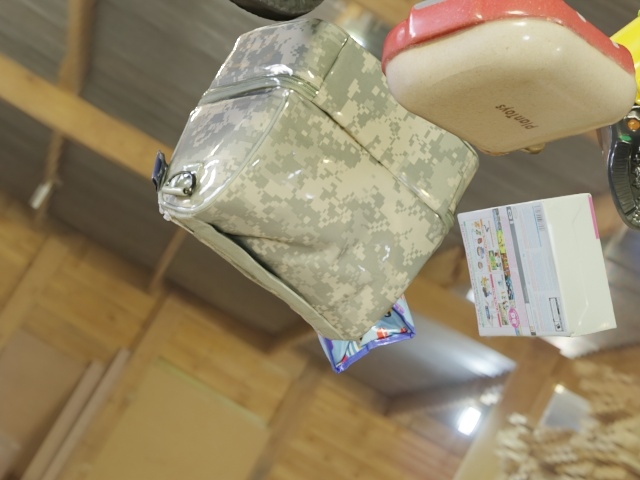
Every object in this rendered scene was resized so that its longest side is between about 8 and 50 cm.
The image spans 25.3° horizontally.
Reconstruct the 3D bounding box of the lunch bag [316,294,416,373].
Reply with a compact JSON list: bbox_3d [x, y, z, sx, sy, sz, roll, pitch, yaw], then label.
[{"bbox_3d":[0.000,0.000,2.020,0.293,0.138,0.221,59,7,-32],"label":"lunch bag"}]

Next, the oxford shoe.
[{"bbox_3d":[0.397,-0.113,1.820,0.083,0.227,0.096,-3,-20,1],"label":"oxford shoe"}]

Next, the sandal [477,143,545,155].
[{"bbox_3d":[0.264,-0.168,2.250,0.219,0.060,0.090,24,26,39],"label":"sandal"}]

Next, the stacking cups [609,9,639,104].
[{"bbox_3d":[0.474,-0.282,1.647,0.096,0.316,0.096,55,3,-4],"label":"stacking cups"}]

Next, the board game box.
[{"bbox_3d":[0.353,0.046,2.369,0.098,0.224,0.303,-11,1,-22],"label":"board game box"}]

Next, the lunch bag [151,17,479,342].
[{"bbox_3d":[-0.013,-0.061,1.567,0.213,0.256,0.305,-3,-36,49],"label":"lunch bag"}]

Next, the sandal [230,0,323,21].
[{"bbox_3d":[-0.050,-0.339,1.506,0.107,0.445,0.167,-26,-70,29],"label":"sandal"}]

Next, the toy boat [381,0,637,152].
[{"bbox_3d":[0.149,-0.162,1.109,0.151,0.151,0.231,-14,-19,32],"label":"toy boat"}]
